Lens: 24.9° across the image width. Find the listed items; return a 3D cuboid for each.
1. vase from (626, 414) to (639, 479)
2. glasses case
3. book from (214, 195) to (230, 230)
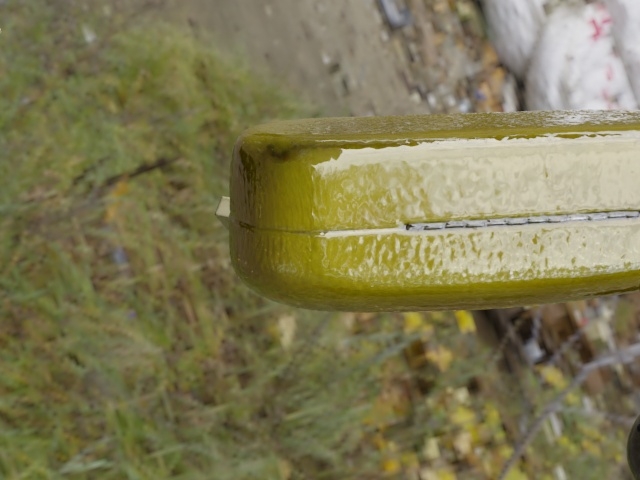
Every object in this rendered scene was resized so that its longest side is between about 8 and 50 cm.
[{"bbox_3d":[0.359,0.188,1.415,0.183,0.120,0.120,71,9,-54],"label":"vase"},{"bbox_3d":[0.113,-0.019,1.047,0.173,0.371,0.141,-148,-124,-70],"label":"glasses case"},{"bbox_3d":[0.000,0.000,1.728,0.161,0.230,0.026,60,44,-75],"label":"book"}]
